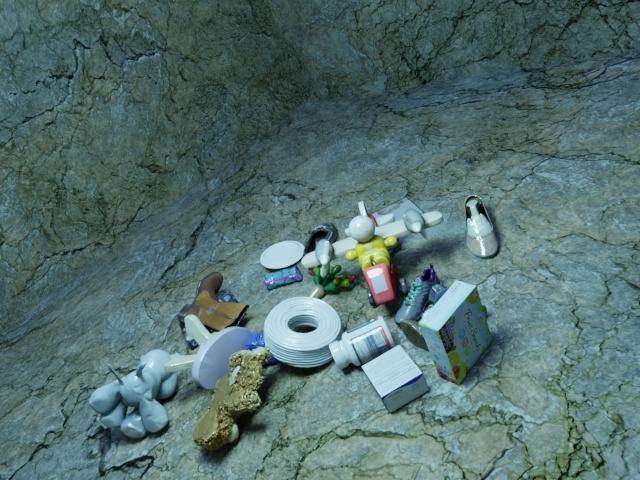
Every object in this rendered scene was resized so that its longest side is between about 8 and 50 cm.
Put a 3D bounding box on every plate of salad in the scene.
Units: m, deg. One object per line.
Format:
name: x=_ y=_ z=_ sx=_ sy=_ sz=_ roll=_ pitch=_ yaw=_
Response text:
plate of salad: x=-0.162 y=0.067 z=2.164 sx=0.199 sy=0.048 sz=0.200 roll=-10 pitch=33 yaw=7

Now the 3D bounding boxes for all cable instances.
cable: x=-0.052 y=0.287 z=1.601 sx=0.257 sy=0.089 sz=0.257 roll=20 pitch=36 yaw=28

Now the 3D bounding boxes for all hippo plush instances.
hippo plush: x=-0.594 y=0.464 z=1.639 sx=0.234 sy=0.295 sz=0.237 roll=-6 pitch=21 yaw=9

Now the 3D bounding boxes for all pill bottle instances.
pill bottle: x=0.122 y=0.307 z=1.482 sx=0.180 sy=0.108 sz=0.108 roll=-25 pitch=29 yaw=2

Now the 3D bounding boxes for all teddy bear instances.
teddy bear: x=-0.246 y=0.460 z=1.484 sx=0.245 sy=0.113 sz=0.338 roll=-28 pitch=29 yaw=30

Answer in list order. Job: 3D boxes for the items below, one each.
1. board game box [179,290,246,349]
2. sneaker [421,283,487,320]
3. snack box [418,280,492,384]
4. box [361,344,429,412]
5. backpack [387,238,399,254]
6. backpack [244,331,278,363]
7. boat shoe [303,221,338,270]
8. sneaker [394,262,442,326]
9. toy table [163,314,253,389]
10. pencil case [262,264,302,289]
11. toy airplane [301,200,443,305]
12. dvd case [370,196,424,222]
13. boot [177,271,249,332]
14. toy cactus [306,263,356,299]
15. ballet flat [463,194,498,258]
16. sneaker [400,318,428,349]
board game box: x=-0.428 y=0.311 z=1.975 sx=0.243 sy=0.042 sz=0.165 roll=-33 pitch=30 yaw=-14
sneaker: x=0.343 y=0.194 z=1.451 sx=0.226 sy=0.086 sz=0.163 roll=-1 pitch=18 yaw=-32
snack box: x=0.357 y=0.239 z=1.305 sx=0.174 sy=0.207 sz=0.070 roll=-41 pitch=34 yaw=-27
box: x=0.200 y=0.371 z=1.351 sx=0.126 sy=0.072 sz=0.137 roll=-28 pitch=28 yaw=-6
backpack: x=0.241 y=0.006 z=1.906 sx=0.114 sy=0.084 sz=0.105 roll=-19 pitch=32 yaw=22
backpack: x=-0.182 y=0.355 z=1.652 sx=0.120 sy=0.101 sz=0.098 roll=-9 pitch=38 yaw=17
boat shoe: x=0.000 y=0.000 z=2.094 sx=0.112 sy=0.096 sz=0.335 roll=-14 pitch=31 yaw=20
sneaker: x=0.296 y=0.169 z=1.581 sx=0.083 sy=0.098 sz=0.223 roll=10 pitch=44 yaw=46
toy table: x=-0.362 y=0.373 z=1.644 sx=0.160 sy=0.252 sz=0.274 roll=4 pitch=5 yaw=29
pencil case: x=-0.152 y=0.148 z=2.001 sx=0.151 sy=0.065 sz=0.070 roll=-18 pitch=5 yaw=15
toy airplane: x=0.169 y=-0.003 z=1.695 sx=0.384 sy=0.272 sz=0.386 roll=23 pitch=66 yaw=38
dvd case: x=0.285 y=-0.093 z=2.099 sx=0.252 sy=0.022 sz=0.180 roll=-27 pitch=29 yaw=-2
boot: x=-0.387 y=0.232 z=1.930 sx=0.280 sy=0.096 sz=0.264 roll=1 pitch=38 yaw=38
toy cactus: x=0.016 y=0.152 z=1.845 sx=0.219 sy=0.112 sz=0.180 roll=24 pitch=64 yaw=44
ballet flat: x=0.547 y=-0.062 z=1.755 sx=0.107 sy=0.106 sz=0.316 roll=-17 pitch=30 yaw=16
sneaker: x=0.316 y=0.274 z=1.449 sx=0.071 sy=0.066 sz=0.188 roll=-22 pitch=29 yaw=-30
